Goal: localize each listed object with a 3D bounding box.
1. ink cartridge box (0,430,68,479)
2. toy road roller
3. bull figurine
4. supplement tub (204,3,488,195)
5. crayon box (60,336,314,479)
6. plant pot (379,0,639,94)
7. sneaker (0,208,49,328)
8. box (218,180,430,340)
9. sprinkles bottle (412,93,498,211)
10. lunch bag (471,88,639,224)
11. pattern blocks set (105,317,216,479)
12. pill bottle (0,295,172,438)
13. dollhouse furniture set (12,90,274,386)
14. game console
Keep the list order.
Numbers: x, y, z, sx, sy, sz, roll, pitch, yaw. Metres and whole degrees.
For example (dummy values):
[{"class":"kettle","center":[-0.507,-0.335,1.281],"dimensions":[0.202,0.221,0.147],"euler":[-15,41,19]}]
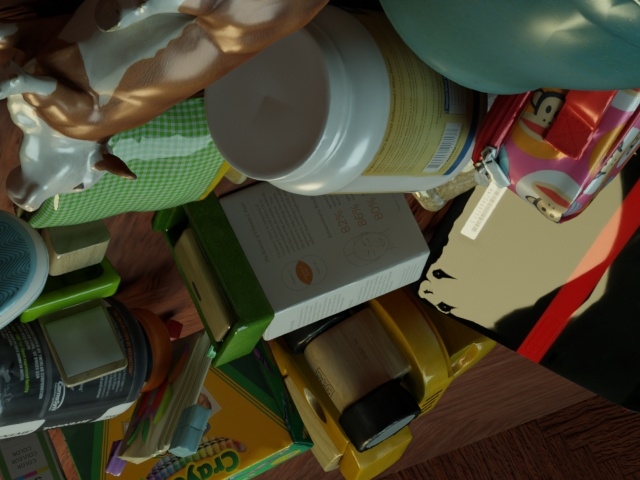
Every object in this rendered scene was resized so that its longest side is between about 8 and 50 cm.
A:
[{"class":"ink cartridge box","center":[-0.310,0.238,1.759],"dimensions":[0.062,0.209,0.109],"euler":[-22,164,-10]},{"class":"toy road roller","center":[0.085,0.154,2.103],"dimensions":[0.241,0.202,0.329],"euler":[-29,165,-17]},{"class":"bull figurine","center":[-0.132,-0.125,1.073],"dimensions":[0.310,0.101,0.188],"euler":[-33,160,28]},{"class":"supplement tub","center":[0.022,-0.107,1.272],"dimensions":[0.144,0.144,0.200],"euler":[-36,161,33]},{"class":"crayon box","center":[-0.168,0.241,2.057],"dimensions":[0.278,0.165,0.081],"euler":[-29,163,12]},{"class":"plant pot","center":[0.164,-0.206,1.000],"dimensions":[0.272,0.271,0.255],"euler":[-15,175,-29]},{"class":"sneaker","center":[-0.334,0.068,1.356],"dimensions":[0.319,0.127,0.208],"euler":[-19,164,14]},{"class":"box","center":[0.000,0.000,1.606],"dimensions":[0.170,0.130,0.091],"euler":[-21,164,-10]},{"class":"sprinkles bottle","center":[0.223,-0.155,1.458],"dimensions":[0.355,0.121,0.121],"euler":[-28,164,11]},{"class":"lunch bag","center":[0.233,-0.152,1.250],"dimensions":[0.293,0.120,0.258],"euler":[-58,172,20]},{"class":"pattern blocks set","center":[-0.160,0.159,1.712],"dimensions":[0.026,0.285,0.325],"euler":[25,150,-15]},{"class":"pill bottle","center":[-0.258,0.118,1.603],"dimensions":[0.246,0.130,0.130],"euler":[-5,154,-49]},{"class":"dollhouse furniture set","center":[-0.140,0.008,1.389],"dimensions":[0.198,0.151,0.301],"euler":[-18,162,-23]},{"class":"game console","center":[0.304,0.015,1.749],"dimensions":[0.060,0.342,0.386],"euler":[-60,177,-41]}]
